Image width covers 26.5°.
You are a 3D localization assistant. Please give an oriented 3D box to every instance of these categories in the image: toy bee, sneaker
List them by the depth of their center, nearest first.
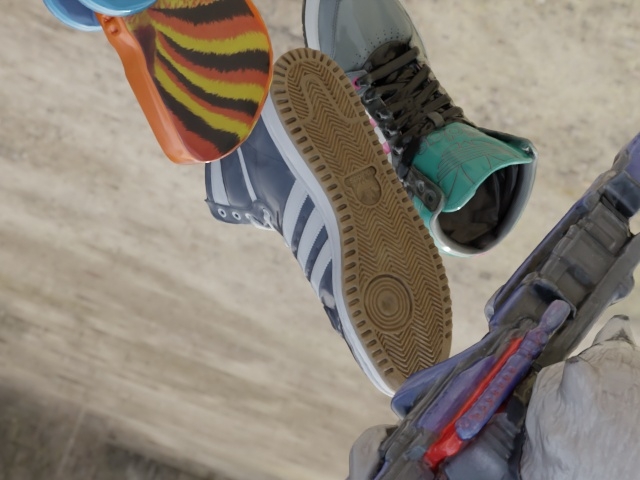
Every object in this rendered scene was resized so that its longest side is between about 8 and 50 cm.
[{"bbox_3d":[-0.105,-0.204,0.854,0.195,0.162,0.298,30,154,52],"label":"toy bee"},{"bbox_3d":[0.000,0.000,1.094,0.099,0.282,0.153,-20,177,-35],"label":"sneaker"},{"bbox_3d":[0.093,-0.098,1.172,0.178,0.124,0.295,31,153,56],"label":"sneaker"}]

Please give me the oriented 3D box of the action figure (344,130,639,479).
[{"bbox_3d":[0.137,0.113,0.749,0.178,0.341,0.330,38,162,10],"label":"action figure"}]
